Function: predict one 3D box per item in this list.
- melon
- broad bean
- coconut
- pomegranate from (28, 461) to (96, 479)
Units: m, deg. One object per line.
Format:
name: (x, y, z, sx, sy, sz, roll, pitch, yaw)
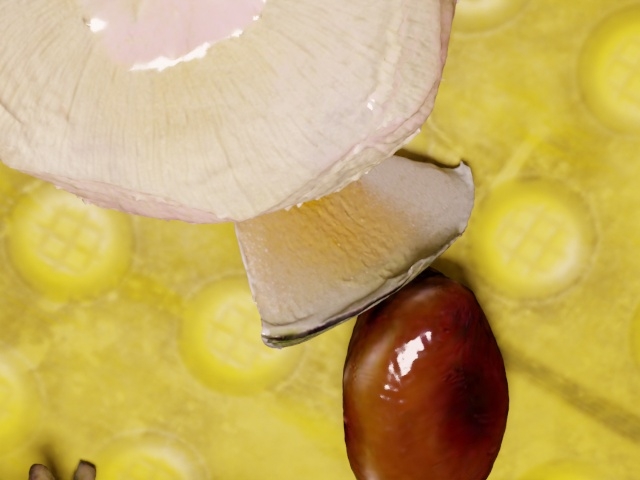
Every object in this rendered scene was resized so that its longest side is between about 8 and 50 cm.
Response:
melon: (0.000, 0.004, 0.904, 0.093, 0.202, 0.139, 58, 142, 2)
broad bean: (0.066, 0.100, 0.940, 0.114, 0.084, 0.165, -15, 110, -6)
coconut: (-0.066, -0.150, 0.778, 0.297, 0.254, 0.297, -1, 106, -2)
pomegranate: (-0.122, 0.319, 0.932, 0.323, 0.291, 0.291, 34, 107, 32)
